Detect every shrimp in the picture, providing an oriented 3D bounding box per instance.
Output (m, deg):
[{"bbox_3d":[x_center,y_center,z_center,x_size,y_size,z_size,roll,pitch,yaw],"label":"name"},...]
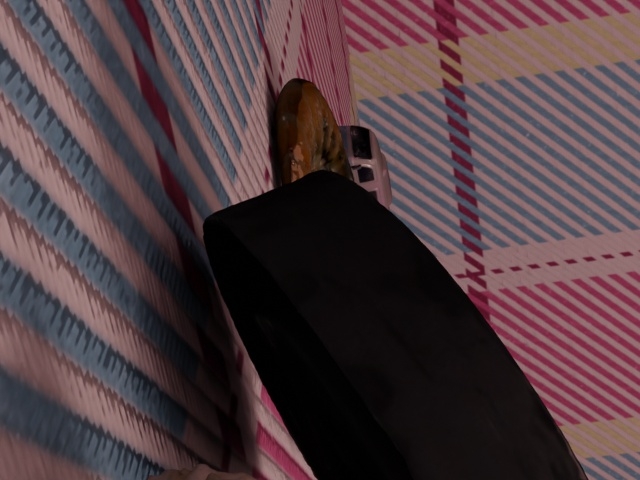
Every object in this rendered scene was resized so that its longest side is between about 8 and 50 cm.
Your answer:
[{"bbox_3d":[0.000,0.000,1.000,0.262,0.051,0.198,69,21,-57],"label":"shrimp"}]

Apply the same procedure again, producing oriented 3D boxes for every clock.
[{"bbox_3d":[0.041,0.099,0.519,0.280,0.055,0.280,56,-11,18],"label":"clock"}]

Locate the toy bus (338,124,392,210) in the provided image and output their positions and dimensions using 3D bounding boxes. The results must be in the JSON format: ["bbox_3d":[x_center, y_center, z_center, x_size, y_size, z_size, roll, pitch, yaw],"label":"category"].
[{"bbox_3d":[0.035,-0.065,1.286,0.123,0.075,0.060,77,7,-49],"label":"toy bus"}]

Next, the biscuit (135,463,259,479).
[{"bbox_3d":[-0.021,0.184,0.326,0.108,0.062,0.239,-85,165,-61],"label":"biscuit"}]
